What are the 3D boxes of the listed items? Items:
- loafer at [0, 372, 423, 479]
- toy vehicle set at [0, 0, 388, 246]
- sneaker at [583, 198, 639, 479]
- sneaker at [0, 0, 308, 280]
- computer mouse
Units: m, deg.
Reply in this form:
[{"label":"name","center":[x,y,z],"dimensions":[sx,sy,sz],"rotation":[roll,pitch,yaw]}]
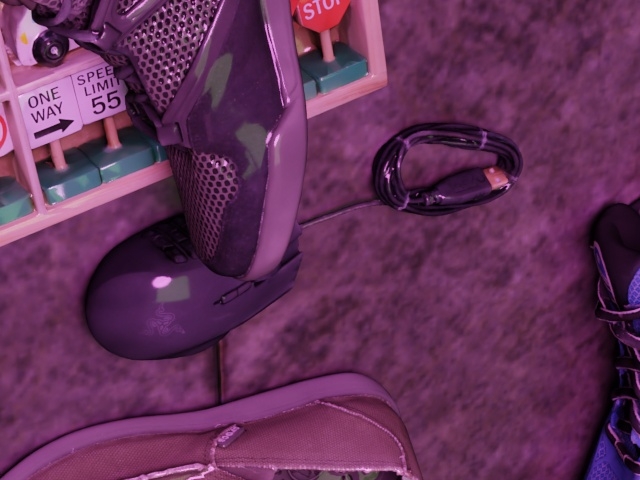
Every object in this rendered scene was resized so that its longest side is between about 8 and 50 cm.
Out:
[{"label":"loafer","center":[-0.057,0.134,0.961],"dimensions":[0.251,0.087,0.094],"rotation":[-20,124,-23]},{"label":"toy vehicle set","center":[-0.101,-0.097,0.844],"dimensions":[0.267,0.035,0.166],"rotation":[-24,125,-20]},{"label":"sneaker","center":[0.190,0.049,1.071],"dimensions":[0.147,0.130,0.330],"rotation":[18,101,-23]},{"label":"sneaker","center":[-0.076,-0.082,0.791],"dimensions":[0.130,0.087,0.227],"rotation":[-17,119,-22]},{"label":"computer mouse","center":[0.000,0.000,0.957],"dimensions":[0.242,0.041,0.071],"rotation":[-23,124,-22]}]
